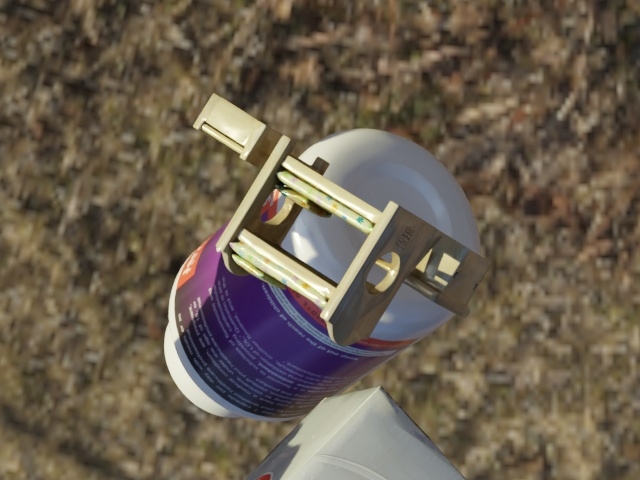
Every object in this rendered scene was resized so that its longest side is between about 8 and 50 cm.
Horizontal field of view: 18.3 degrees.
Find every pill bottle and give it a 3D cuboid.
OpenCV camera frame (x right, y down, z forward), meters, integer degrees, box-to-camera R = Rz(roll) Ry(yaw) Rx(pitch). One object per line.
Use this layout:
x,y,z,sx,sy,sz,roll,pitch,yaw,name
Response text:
-0.014,0.044,1.713,0.181,0.181,0.323,26,147,-18,pill bottle

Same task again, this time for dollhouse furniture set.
0.000,0.000,1.423,0.101,0.182,0.161,-58,147,2,dollhouse furniture set

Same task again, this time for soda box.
-0.048,0.207,1.047,0.091,0.286,0.098,48,160,-7,soda box
